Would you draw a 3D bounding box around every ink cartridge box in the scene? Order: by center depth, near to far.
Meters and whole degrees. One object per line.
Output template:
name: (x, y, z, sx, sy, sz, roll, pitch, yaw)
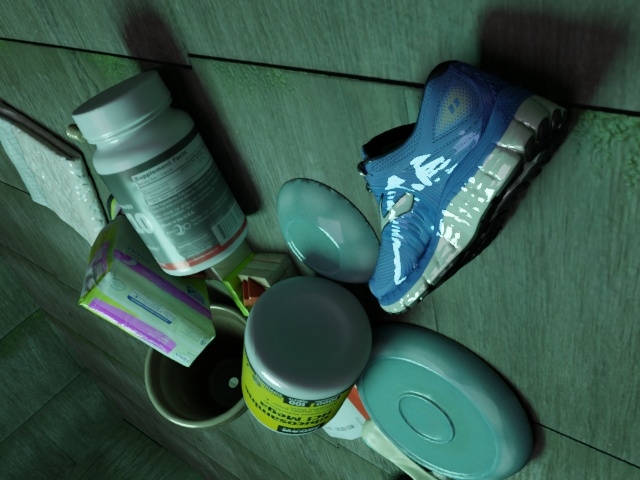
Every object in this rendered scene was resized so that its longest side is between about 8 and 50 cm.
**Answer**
ink cartridge box: (0.037, 0.325, 1.177, 0.189, 0.066, 0.232, 51, 152, -11)

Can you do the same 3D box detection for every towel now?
towel: (-0.654, -0.145, 1.424, 0.317, 0.053, 0.331, 31, 147, 20)

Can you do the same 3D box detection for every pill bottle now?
pill bottle: (-0.241, -0.100, 0.891, 0.161, 0.161, 0.283, 8, 133, 45)
pill bottle: (-0.036, 0.213, 0.965, 0.188, 0.188, 0.334, 36, 150, 14)

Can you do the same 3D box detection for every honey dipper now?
honey dipper: (-0.437, -0.196, 1.133, 0.161, 0.030, 0.030, 22, 142, 30)

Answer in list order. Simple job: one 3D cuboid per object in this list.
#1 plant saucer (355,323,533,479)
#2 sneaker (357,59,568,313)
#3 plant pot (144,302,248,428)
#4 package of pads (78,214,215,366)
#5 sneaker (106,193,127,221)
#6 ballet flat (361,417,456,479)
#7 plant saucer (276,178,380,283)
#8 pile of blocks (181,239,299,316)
plant saucer: (0.175, 0.273, 0.927, 0.318, 0.044, 0.317, 26, 137, 27)
sneaker: (0.113, -0.047, 0.607, 0.147, 0.130, 0.330, 46, 144, 20)
plant pot: (-0.224, 0.298, 1.298, 0.263, 0.263, 0.229, 30, 163, 23)
package of pads: (-0.323, 0.082, 1.086, 0.229, 0.101, 0.296, 38, -175, -24)
sneaker: (-0.387, -0.008, 1.245, 0.097, 0.084, 0.234, 25, 144, 27)
ballet flat: (0.188, 0.405, 1.073, 0.248, 0.086, 0.086, 34, 147, 14)
plant saucer: (0.000, 0.000, 0.851, 0.195, 0.037, 0.194, 29, 145, 23)
pile of blocks: (-0.192, 0.057, 1.068, 0.362, 0.112, 0.148, 25, 144, 30)
